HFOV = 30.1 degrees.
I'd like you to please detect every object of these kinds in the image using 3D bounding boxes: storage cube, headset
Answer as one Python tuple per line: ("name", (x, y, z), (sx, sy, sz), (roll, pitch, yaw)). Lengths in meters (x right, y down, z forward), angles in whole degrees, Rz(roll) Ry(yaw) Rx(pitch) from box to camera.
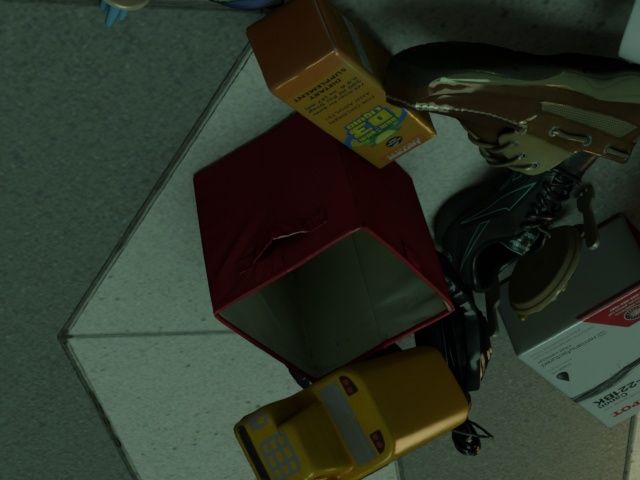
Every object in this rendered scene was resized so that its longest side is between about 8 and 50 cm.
("storage cube", (0.000, 0.000, 1.244), (0.183, 0.193, 0.215), (-31, 137, 19))
("headset", (0.105, 0.136, 1.513), (0.243, 0.185, 0.394), (-26, 124, 17))

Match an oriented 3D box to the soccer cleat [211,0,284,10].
("soccer cleat", (-0.007, -0.294, 0.966), (0.289, 0.093, 0.121), (-40, 151, 31))

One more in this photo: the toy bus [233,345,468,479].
("toy bus", (0.042, 0.193, 1.254), (0.130, 0.108, 0.332), (-31, 168, 20))

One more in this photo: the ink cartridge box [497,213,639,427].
("ink cartridge box", (0.383, 0.114, 1.550), (0.197, 0.114, 0.273), (-33, 137, 20))

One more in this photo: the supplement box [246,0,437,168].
("supplement box", (0.027, -0.147, 1.128), (0.078, 0.080, 0.233), (-30, 155, 19))

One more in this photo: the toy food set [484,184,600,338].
("toy food set", (0.273, 0.036, 1.419), (0.038, 0.132, 0.192), (33, 123, -17))

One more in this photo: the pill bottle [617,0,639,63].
("pill bottle", (0.422, -0.188, 1.103), (0.264, 0.153, 0.153), (22, 140, 12))

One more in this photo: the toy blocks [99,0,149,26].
("toy blocks", (-0.195, -0.244, 1.009), (0.123, 0.054, 0.148), (13, 147, -18))

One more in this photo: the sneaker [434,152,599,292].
("sneaker", (0.242, -0.046, 1.331), (0.101, 0.106, 0.267), (21, 128, -33))

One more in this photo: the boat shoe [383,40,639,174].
("boat shoe", (0.206, -0.120, 1.149), (0.324, 0.122, 0.120), (0, 109, -32))
